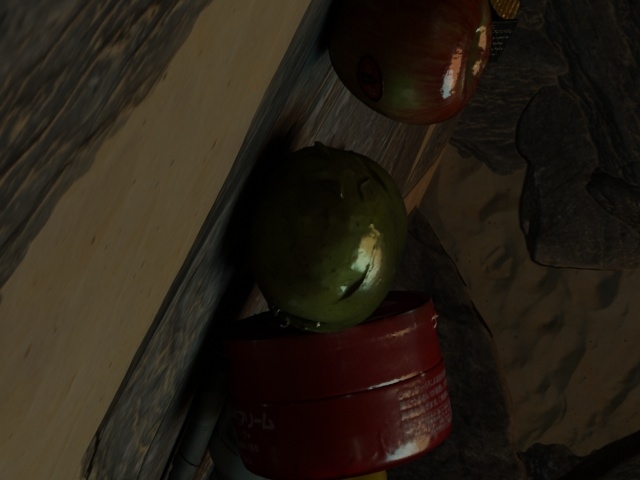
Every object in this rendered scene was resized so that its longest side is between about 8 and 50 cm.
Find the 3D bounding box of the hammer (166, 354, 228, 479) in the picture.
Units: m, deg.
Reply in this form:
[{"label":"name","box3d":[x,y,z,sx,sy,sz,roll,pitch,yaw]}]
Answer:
[{"label":"hammer","box3d":[-0.170,0.301,1.655,0.427,0.044,0.152,-67,174,27]}]

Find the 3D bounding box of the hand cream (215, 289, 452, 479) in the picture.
[{"label":"hand cream","box3d":[0.016,0.141,1.521,0.230,0.230,0.149,-41,119,-75]}]

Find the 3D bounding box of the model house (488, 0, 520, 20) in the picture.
[{"label":"model house","box3d":[0.195,-0.294,1.918,0.088,0.100,0.101,-62,173,-5]}]

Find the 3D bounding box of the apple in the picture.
[{"label":"apple","box3d":[0.076,-0.176,1.297,0.146,0.131,0.146,-55,156,-40]}]

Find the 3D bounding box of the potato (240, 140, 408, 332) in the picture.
[{"label":"potato","box3d":[0.000,0.000,1.367,0.248,0.143,0.169,153,-40,-86]}]

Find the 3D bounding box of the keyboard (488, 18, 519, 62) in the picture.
[{"label":"keyboard","box3d":[0.159,-0.235,1.821,0.202,0.011,0.067,-10,136,-43]}]

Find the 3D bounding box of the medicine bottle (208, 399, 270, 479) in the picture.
[{"label":"medicine bottle","box3d":[-0.063,0.241,1.847,0.215,0.135,0.135,-65,174,23]}]

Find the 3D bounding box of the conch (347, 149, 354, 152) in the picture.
[{"label":"conch","box3d":[0.010,-0.027,1.637,0.330,0.093,0.109,-94,-175,-60]}]

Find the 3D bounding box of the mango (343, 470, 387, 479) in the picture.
[{"label":"mango","box3d":[-0.077,0.439,2.184,0.446,0.232,0.300,-55,180,14]}]
